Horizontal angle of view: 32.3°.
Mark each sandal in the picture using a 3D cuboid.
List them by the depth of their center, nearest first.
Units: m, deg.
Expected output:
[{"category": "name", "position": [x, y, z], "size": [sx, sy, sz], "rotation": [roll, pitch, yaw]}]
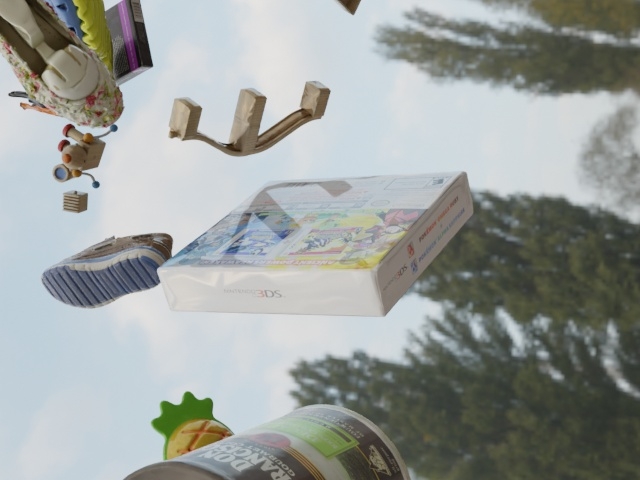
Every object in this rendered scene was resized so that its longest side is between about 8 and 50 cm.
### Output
[{"category": "sandal", "position": [-0.370, -0.299, 1.562], "size": [0.317, 0.138, 0.126], "rotation": [105, 163, -66]}]

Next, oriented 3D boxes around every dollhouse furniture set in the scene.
[{"category": "dollhouse furniture set", "position": [0.045, -0.391, 1.612], "size": [0.114, 0.081, 0.091], "rotation": [36, -107, -41]}]

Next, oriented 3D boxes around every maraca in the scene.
[{"category": "maraca", "position": [-0.182, 0.317, 1.672], "size": [0.127, 0.099, 0.186], "rotation": [-18, -111, -33]}]

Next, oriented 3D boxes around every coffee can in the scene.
[{"category": "coffee can", "position": [-0.054, 0.282, 1.063], "size": [0.275, 0.201, 0.202], "rotation": [-7, -79, -62]}]

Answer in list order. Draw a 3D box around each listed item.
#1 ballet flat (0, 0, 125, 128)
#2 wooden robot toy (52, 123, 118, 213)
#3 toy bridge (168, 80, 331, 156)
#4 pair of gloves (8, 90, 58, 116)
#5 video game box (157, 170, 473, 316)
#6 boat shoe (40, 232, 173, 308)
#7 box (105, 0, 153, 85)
[{"category": "ballet flat", "position": [-0.305, -0.211, 1.195], "size": [0.241, 0.077, 0.091], "rotation": [45, -100, -20]}, {"category": "wooden robot toy", "position": [-0.354, -0.119, 1.579], "size": [0.173, 0.076, 0.079], "rotation": [-68, -12, 20]}, {"category": "toy bridge", "position": [-0.069, -0.111, 1.044], "size": [0.188, 0.026, 0.063], "rotation": [-16, -47, -44]}, {"category": "pair of gloves", "position": [-0.364, -0.178, 1.441], "size": [0.083, 0.074, 0.010], "rotation": [79, -160, -79]}, {"category": "video game box", "position": [0.000, 0.000, 0.917], "size": [0.187, 0.205, 0.048], "rotation": [-40, -57, -51]}, {"category": "boat shoe", "position": [-0.244, 0.032, 1.288], "size": [0.066, 0.183, 0.066], "rotation": [63, -146, -30]}, {"category": "box", "position": [-0.335, -0.301, 1.750], "size": [0.029, 0.162, 0.116], "rotation": [-2, -103, -51]}]
